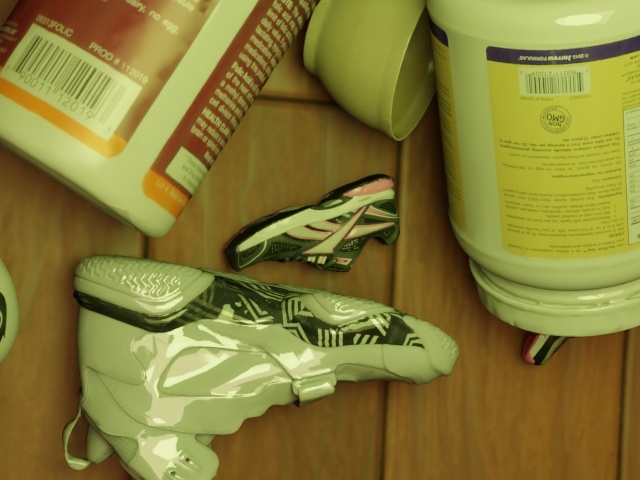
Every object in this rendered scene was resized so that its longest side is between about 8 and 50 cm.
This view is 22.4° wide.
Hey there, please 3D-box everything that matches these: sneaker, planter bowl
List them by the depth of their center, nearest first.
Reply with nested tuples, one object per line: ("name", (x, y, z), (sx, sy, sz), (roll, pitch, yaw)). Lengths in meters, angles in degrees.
("sneaker", (-0.063, 0.141, 1.513), (0.366, 0.137, 0.210), (11, 90, -7))
("planter bowl", (0.051, -0.188, 1.527), (0.109, 0.162, 0.162), (21, 87, 16))
("sneaker", (0.000, 0.000, 1.552), (0.178, 0.072, 0.077), (-21, 97, -9))
("sneaker", (0.274, 0.070, 1.613), (0.075, 0.063, 0.170), (45, 78, -3))

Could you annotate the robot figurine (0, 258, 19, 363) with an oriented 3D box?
("robot figurine", (-0.398, 0.093, 1.417), (0.278, 0.209, 0.173), (-35, 62, -9))

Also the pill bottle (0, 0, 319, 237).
("pill bottle", (-0.129, -0.220, 1.442), (0.224, 0.224, 0.392), (34, 84, -10))

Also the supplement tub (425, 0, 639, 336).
("supplement tub", (0.227, -0.105, 1.464), (0.241, 0.241, 0.331), (-15, 121, -11))
